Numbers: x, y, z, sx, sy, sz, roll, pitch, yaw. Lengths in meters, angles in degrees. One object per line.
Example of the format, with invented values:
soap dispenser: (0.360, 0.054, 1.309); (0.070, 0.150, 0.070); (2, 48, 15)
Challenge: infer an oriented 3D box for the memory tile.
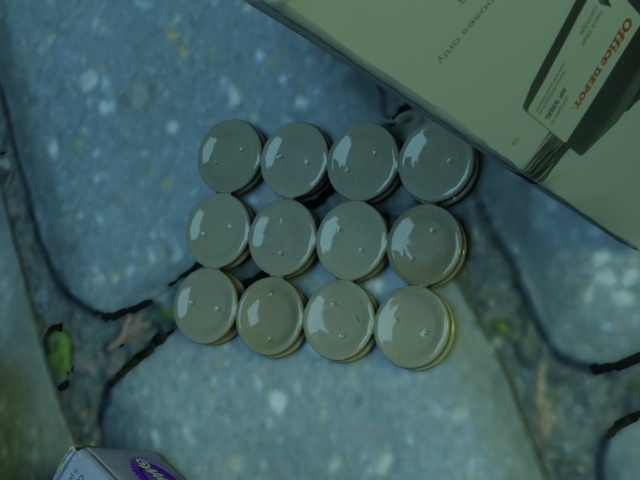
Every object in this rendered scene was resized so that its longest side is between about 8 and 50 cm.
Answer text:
memory tile: (0.000, 0.000, 0.638); (0.148, 0.012, 0.113); (4, 83, 30)

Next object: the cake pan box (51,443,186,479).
cake pan box: (-0.082, 0.267, 0.603); (0.246, 0.070, 0.266); (36, 99, 32)

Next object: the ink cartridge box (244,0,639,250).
ink cartridge box: (0.027, -0.137, 0.477); (0.129, 0.307, 0.223); (-51, 61, 10)
